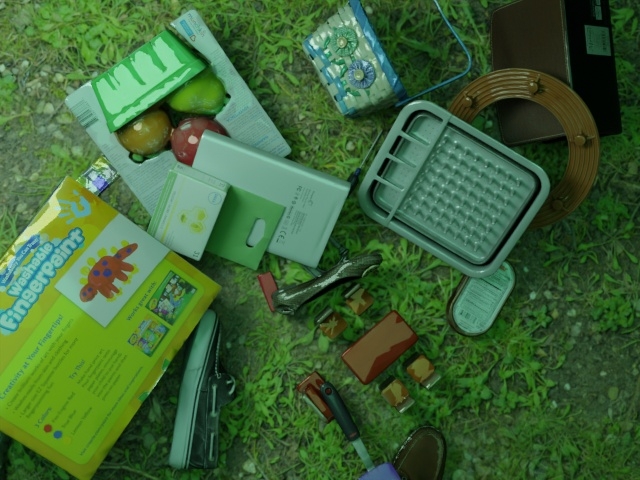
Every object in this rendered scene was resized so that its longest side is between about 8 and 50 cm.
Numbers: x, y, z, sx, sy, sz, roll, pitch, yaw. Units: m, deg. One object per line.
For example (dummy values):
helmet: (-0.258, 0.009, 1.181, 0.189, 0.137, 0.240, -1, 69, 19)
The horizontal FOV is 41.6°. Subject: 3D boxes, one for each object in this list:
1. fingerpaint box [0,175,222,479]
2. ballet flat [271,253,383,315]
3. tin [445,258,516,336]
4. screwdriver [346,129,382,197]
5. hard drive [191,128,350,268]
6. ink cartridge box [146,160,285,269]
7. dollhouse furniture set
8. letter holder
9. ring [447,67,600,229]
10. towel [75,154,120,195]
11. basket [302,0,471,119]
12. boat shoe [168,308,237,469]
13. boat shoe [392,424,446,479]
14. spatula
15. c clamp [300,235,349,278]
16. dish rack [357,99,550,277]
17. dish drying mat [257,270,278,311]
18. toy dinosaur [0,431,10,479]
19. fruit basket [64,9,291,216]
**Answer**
fingerpaint box: (-0.474, 0.166, 1.613, 0.371, 0.163, 0.445, 37, 73, -15)
ballet flat: (0.017, 0.093, 1.742, 0.250, 0.084, 0.058, -23, 70, 4)
tin: (0.343, 0.117, 1.794, 0.106, 0.040, 0.189, 31, 86, -5)
screwdriver: (0.089, -0.167, 1.804, 0.025, 0.024, 0.170, 29, 84, -29)
hard drive: (-0.118, -0.080, 1.708, 0.307, 0.040, 0.203, 20, 118, -5)
ink cartridge box: (-0.212, -0.036, 1.688, 0.235, 0.056, 0.171, 23, 117, -5)
dollhouse furniture set: (0.081, 0.254, 1.724, 0.259, 0.135, 0.262, -42, 89, -4)
letter holder: (0.488, -0.358, 1.780, 0.152, 0.214, 0.301, -6, 90, -34)
ring: (0.394, -0.180, 1.712, 0.337, 0.032, 0.336, 12, 113, 29)
towel: (-0.470, -0.135, 1.783, 0.083, 0.009, 0.060, -43, 90, -4)
basket: (0.133, -0.388, 1.726, 0.289, 0.201, 0.254, -30, 88, 6)
boat shoe: (-0.230, 0.306, 1.731, 0.119, 0.121, 0.335, 9, 97, -11)
boat shoe: (0.180, 0.523, 1.716, 0.111, 0.104, 0.307, 24, 77, 5)
spatula: (0.078, 0.405, 1.650, 0.084, 0.030, 0.296, -29, 99, -7)
c clamp: (0.000, 0.000, 1.790, 0.137, 0.022, 0.160, -39, 90, -3)
dish rack: (0.271, -0.108, 1.723, 0.333, 0.072, 0.285, 32, 119, 7)
dish drying mat: (-0.105, 0.108, 1.788, 0.032, 0.008, 0.083, -22, 89, -4)
toy dinosaur: (-0.689, 0.438, 1.722, 0.118, 0.064, 0.268, 16, 84, -8)
fruit basket: (-0.290, -0.239, 1.744, 0.327, 0.165, 0.353, -35, 110, 4)
